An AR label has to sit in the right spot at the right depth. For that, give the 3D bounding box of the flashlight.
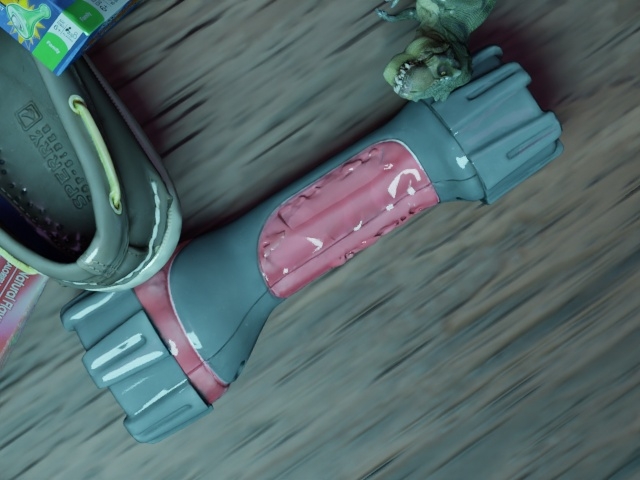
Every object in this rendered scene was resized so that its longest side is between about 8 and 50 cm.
[{"bbox_3d":[0.000,0.000,0.922,0.304,0.103,0.103,-32,78,-1],"label":"flashlight"}]

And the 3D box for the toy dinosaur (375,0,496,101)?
[{"bbox_3d":[0.070,-0.195,0.944,0.118,0.064,0.268,20,70,12],"label":"toy dinosaur"}]

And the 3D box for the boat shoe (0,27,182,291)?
[{"bbox_3d":[-0.200,-0.108,0.855,0.116,0.097,0.324,-38,84,8],"label":"boat shoe"}]

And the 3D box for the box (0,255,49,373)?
[{"bbox_3d":[-0.267,0.107,0.791,0.154,0.300,0.142,29,123,-6],"label":"box"}]

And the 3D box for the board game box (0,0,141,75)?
[{"bbox_3d":[-0.145,-0.182,0.865,0.136,0.201,0.035,40,123,-6],"label":"board game box"}]
